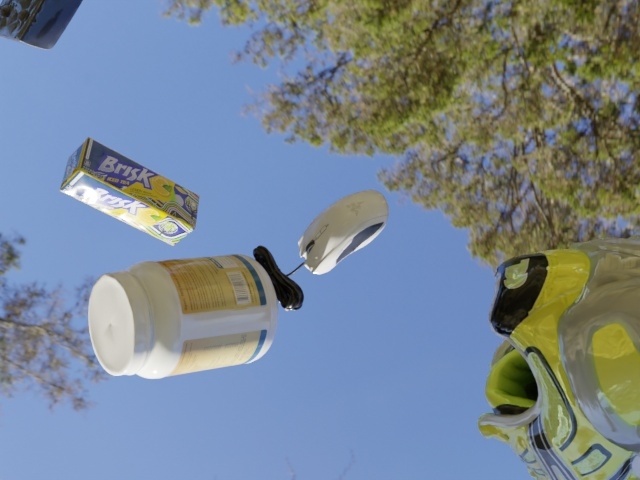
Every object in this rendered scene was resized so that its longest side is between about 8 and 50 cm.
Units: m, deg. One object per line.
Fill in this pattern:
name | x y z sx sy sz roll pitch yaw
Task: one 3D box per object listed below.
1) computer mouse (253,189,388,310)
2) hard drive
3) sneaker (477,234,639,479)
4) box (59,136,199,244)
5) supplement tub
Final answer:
computer mouse | 0.000 0.000 1.117 0.193 0.042 0.106 -40 -126 18
hard drive | -0.335 -0.366 1.160 0.172 0.054 0.254 24 -93 52
sneaker | 0.189 0.119 0.622 0.147 0.384 0.145 7 -130 15
box | -0.239 -0.060 1.134 0.054 0.169 0.059 -35 -140 38
supplement tub | -0.169 0.093 1.108 0.144 0.200 0.144 5 -83 50
